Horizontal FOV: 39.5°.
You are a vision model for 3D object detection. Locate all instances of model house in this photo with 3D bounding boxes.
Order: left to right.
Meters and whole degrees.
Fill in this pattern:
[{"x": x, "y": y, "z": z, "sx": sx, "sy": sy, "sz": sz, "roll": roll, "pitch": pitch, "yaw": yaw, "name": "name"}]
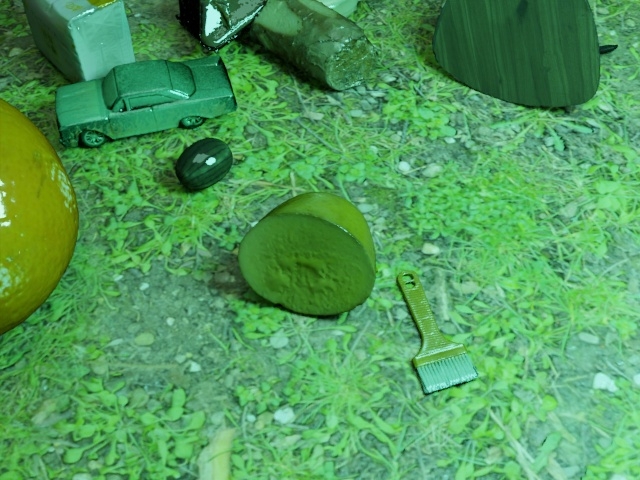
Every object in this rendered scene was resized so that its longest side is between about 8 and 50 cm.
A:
[{"x": -0.184, "y": -0.470, "z": 1.768, "sx": 0.203, "sy": 0.141, "sz": 0.164, "roll": -34, "pitch": 10, "yaw": -9, "name": "model house"}]

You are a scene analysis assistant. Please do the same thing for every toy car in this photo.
[{"x": -0.320, "y": -0.261, "z": 1.610, "sx": 0.320, "sy": 0.097, "sz": 0.141, "roll": -13, "pitch": 49, "yaw": -8, "name": "toy car"}]

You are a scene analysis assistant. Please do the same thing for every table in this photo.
[{"x": 0.392, "y": -0.423, "z": 1.650, "sx": 0.317, "sy": 0.317, "sz": 0.249, "roll": 25, "pitch": 42, "yaw": 23, "name": "table"}]

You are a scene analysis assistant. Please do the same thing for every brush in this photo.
[{"x": 0.156, "y": 0.125, "z": 1.307, "sx": 0.082, "sy": 0.010, "sz": 0.218, "roll": -14, "pitch": 48, "yaw": -8, "name": "brush"}]

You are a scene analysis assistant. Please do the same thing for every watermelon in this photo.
[{"x": -0.197, "y": -0.128, "z": 1.503, "sx": 0.078, "sy": 0.078, "sz": 0.110, "roll": 34, "pitch": 59, "yaw": 28, "name": "watermelon"}]

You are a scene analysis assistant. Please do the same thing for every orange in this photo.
[{"x": -0.563, "y": -0.042, "z": 1.281, "sx": 0.424, "sy": 0.326, "sz": 0.424, "roll": -1, "pitch": 47, "yaw": 2, "name": "orange"}]

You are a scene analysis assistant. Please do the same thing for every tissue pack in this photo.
[{"x": -0.461, "y": -0.407, "z": 1.688, "sx": 0.124, "sy": 0.185, "sz": 0.225, "roll": -33, "pitch": 54, "yaw": -23, "name": "tissue pack"}]

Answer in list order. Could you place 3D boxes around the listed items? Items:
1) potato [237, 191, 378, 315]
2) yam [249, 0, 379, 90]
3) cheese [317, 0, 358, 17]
[{"x": 0.000, "y": 0.000, "z": 1.337, "sx": 0.203, "sy": 0.178, "sz": 0.158, "roll": -9, "pitch": 28, "yaw": 28, "name": "potato"}, {"x": -0.014, "y": -0.380, "z": 1.683, "sx": 0.238, "sy": 0.129, "sz": 0.128, "roll": 38, "pitch": 46, "yaw": 27, "name": "yam"}, {"x": 0.040, "y": -0.500, "z": 1.823, "sx": 0.227, "sy": 0.064, "sz": 0.137, "roll": -10, "pitch": 53, "yaw": -4, "name": "cheese"}]
